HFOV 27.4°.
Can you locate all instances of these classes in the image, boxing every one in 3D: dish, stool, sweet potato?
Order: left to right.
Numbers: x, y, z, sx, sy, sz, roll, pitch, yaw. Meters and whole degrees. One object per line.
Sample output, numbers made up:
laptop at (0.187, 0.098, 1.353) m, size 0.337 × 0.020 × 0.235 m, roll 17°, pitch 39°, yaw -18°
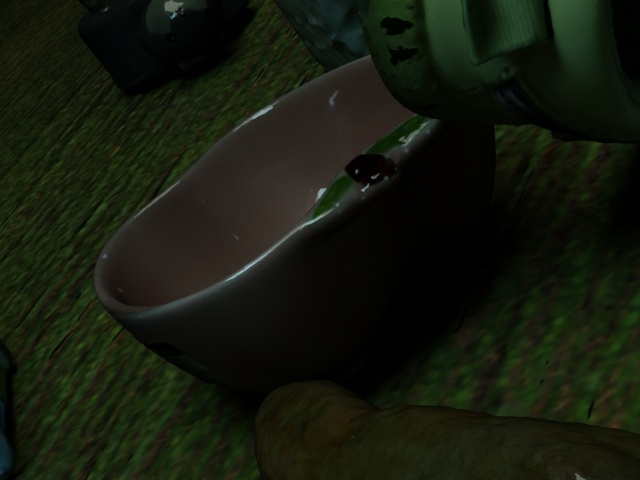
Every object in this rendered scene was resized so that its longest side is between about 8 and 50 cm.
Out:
stool at (-0.151, -0.235, 1.235) m, size 0.153 × 0.139 × 0.228 m, roll -46°, pitch 23°, yaw -24°
dish at (0.000, 0.000, 0.625) m, size 0.213 × 0.090 × 0.213 m, roll -29°, pitch 21°, yaw 12°
sweet potato at (0.036, 0.086, 0.437) m, size 0.075 × 0.075 × 0.273 m, roll -43°, pitch 20°, yaw -21°

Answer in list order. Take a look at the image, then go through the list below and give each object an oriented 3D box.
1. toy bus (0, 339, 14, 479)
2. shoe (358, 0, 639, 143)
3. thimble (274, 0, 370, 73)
toy bus at (-0.339, 0.127, 0.742) m, size 0.312 × 0.152 × 0.190 m, roll -34°, pitch 22°, yaw -2°
shoe at (0.132, -0.100, 0.554) m, size 0.262 × 0.140 × 0.128 m, roll -13°, pitch 30°, yaw -38°
thimble at (0.057, -0.204, 0.864) m, size 0.219 × 0.150 × 0.219 m, roll -32°, pitch 23°, yaw 16°
